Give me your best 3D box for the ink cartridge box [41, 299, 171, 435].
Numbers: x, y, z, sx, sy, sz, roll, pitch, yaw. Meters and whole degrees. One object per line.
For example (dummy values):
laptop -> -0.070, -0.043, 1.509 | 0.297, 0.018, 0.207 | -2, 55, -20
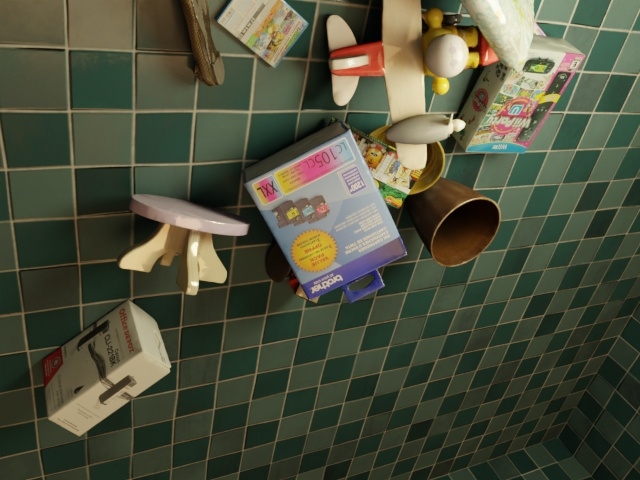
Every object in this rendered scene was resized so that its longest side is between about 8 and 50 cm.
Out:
ink cartridge box -> -0.526, 0.306, 1.440 | 0.272, 0.197, 0.114 | -35, 134, -2

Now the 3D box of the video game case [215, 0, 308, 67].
video game case -> -0.118, -0.452, 1.216 | 0.166, 0.015, 0.119 | 30, 105, -41

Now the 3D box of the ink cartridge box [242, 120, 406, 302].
ink cartridge box -> 0.025, -0.044, 1.404 | 0.269, 0.151, 0.396 | -26, 113, 4

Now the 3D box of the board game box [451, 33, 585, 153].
board game box -> 0.509, -0.378, 1.542 | 0.223, 0.098, 0.303 | -4, 137, -27

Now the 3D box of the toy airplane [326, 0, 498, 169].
toy airplane -> 0.198, -0.399, 1.256 | 0.386, 0.272, 0.384 | 36, 93, -27

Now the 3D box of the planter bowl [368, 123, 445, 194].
planter bowl -> 0.207, -0.227, 1.498 | 0.217, 0.090, 0.217 | 7, 134, 7

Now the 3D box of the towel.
towel -> 0.343, -0.586, 1.178 | 0.090, 0.375, 0.320 | -10, 150, 40

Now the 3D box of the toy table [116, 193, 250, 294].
toy table -> -0.306, 0.004, 1.321 | 0.274, 0.252, 0.161 | 14, 100, -23

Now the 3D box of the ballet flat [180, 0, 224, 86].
ballet flat -> -0.243, -0.415, 1.142 | 0.058, 0.084, 0.250 | 2, 135, 13

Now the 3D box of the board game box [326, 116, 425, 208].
board game box -> 0.114, -0.188, 1.453 | 0.259, 0.030, 0.136 | 24, 121, -9

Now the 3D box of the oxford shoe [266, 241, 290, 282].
oxford shoe -> -0.088, 0.025, 1.568 | 0.076, 0.076, 0.212 | -37, 155, -50

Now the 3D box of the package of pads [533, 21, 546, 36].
package of pads -> 0.542, -0.536, 1.503 | 0.083, 0.050, 0.032 | 24, 118, -40

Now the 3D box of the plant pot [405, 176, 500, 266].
plant pot -> 0.333, -0.081, 1.610 | 0.215, 0.230, 0.215 | -15, 130, -19

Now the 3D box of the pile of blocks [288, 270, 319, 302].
pile of blocks -> 0.000, 0.000, 1.583 | 0.112, 0.149, 0.362 | 24, 106, -5
